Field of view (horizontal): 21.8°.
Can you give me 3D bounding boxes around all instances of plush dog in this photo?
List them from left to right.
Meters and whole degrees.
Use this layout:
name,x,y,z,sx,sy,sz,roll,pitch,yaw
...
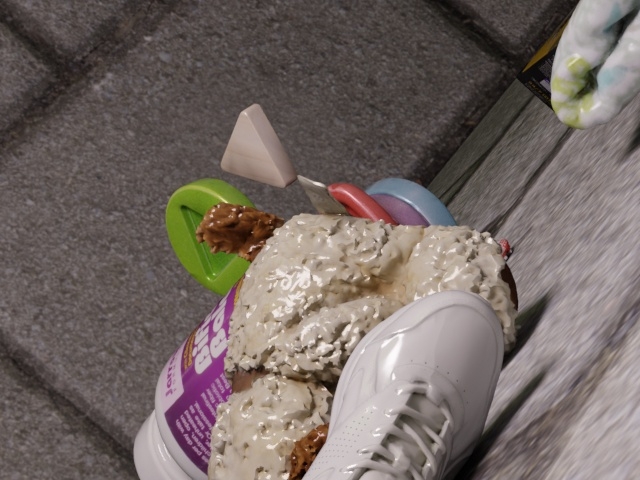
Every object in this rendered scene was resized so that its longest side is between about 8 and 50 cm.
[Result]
name,x,y,z,sx,sy,sz,roll,pitch,yaw
plush dog,-0.007,0.104,1.136,0.262,0.211,0.225,134,153,-63

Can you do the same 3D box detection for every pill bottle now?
name,x,y,z,sx,sy,sz,roll,pitch,yaw
pill bottle,-0.042,0.125,1.456,0.301,0.169,0.169,-48,2,38

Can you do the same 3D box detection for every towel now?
name,x,y,z,sx,sy,sz,roll,pitch,yaw
towel,0.316,-0.287,1.320,0.374,0.090,0.320,-59,-7,29

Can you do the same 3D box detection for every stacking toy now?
name,x,y,z,sx,sy,sz,roll,pitch,yaw
stacking toy,0.000,0.000,1.714,0.130,0.279,0.309,-36,-9,-40

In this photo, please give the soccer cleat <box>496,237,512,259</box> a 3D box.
name,x,y,z,sx,sy,sz,roll,pitch,yaw
soccer cleat,0.143,0.013,1.457,0.029,0.035,0.083,-48,2,33

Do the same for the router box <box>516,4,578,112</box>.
name,x,y,z,sx,sy,sz,roll,pitch,yaw
router box,0.364,-0.286,1.832,0.309,0.081,0.243,-49,1,-7

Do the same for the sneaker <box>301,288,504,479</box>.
name,x,y,z,sx,sy,sz,roll,pitch,yaw
sneaker,0.036,0.129,0.896,0.232,0.090,0.115,-58,9,-8
